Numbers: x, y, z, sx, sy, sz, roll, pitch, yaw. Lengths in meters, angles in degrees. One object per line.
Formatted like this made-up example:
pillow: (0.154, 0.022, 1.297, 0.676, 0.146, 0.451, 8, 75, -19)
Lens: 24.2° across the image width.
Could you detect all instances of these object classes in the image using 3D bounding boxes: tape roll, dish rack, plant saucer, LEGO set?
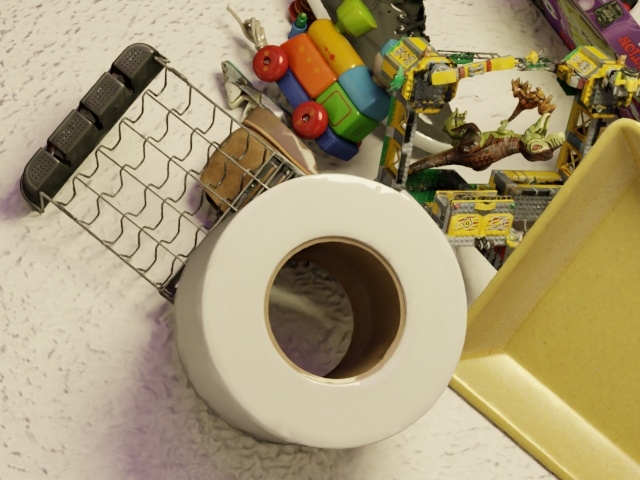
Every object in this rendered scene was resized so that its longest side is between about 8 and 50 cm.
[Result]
tape roll: (-0.005, 0.070, 1.382, 0.246, 0.169, 0.246, 2, 82, -14)
dish rack: (-0.149, -0.054, 1.505, 0.271, 0.074, 0.208, 38, 83, 4)
plant saucer: (0.335, 0.100, 1.474, 0.332, 0.333, 0.081, 40, 22, 12)
LEGO set: (0.213, -0.080, 1.570, 0.331, 0.255, 0.192, 7, 25, -27)

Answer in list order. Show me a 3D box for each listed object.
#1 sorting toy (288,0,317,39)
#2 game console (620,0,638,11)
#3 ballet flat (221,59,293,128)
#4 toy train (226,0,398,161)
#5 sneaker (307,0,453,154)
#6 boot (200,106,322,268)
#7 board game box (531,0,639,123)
sorting toy: (-0.006, -0.256, 1.770, 0.061, 0.042, 0.102, -15, 60, -27)
game console: (0.325, -0.505, 2.059, 0.342, 0.060, 0.387, 26, 51, 3)
ballet flat: (-0.080, -0.157, 1.675, 0.114, 0.041, 0.041, 42, 53, 16)
toy train: (0.000, -0.223, 1.664, 0.248, 0.143, 0.105, 57, 18, 24)
sneaker: (0.097, -0.245, 1.707, 0.104, 0.147, 0.296, -15, 69, -48)
boot: (0.000, 0.000, 1.559, 0.305, 0.112, 0.115, 42, 75, 16)
board game box: (0.341, -0.230, 1.768, 0.056, 0.208, 0.347, -34, 63, 5)
